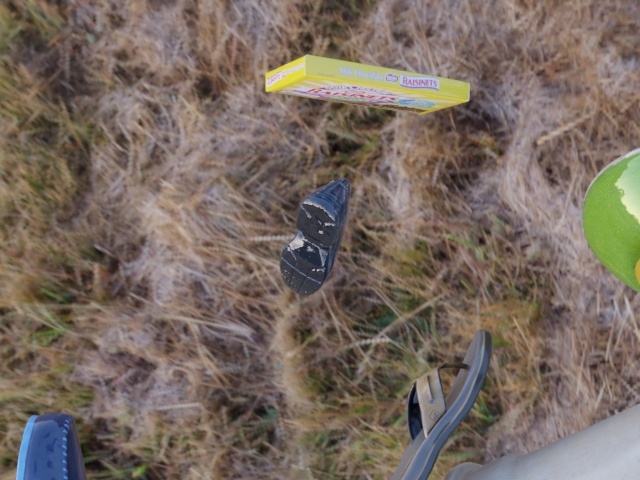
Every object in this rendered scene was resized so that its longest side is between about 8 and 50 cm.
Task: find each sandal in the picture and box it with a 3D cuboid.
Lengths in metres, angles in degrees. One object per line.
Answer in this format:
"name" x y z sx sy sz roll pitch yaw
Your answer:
"sandal" 0.109 0.176 0.961 0.060 0.090 0.219 34 76 5

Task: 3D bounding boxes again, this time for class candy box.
"candy box" 0.053 -0.171 1.056 0.206 0.105 0.027 4 84 -26

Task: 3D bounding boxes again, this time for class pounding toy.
"pounding toy" 0.292 0.008 0.689 0.183 0.237 0.110 18 58 -2

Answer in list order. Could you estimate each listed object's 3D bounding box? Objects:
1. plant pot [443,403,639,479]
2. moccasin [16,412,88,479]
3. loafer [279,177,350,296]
"plant pot" 0.336 0.284 0.900 0.305 0.334 0.333 -39 61 18
"moccasin" -0.242 0.347 0.991 0.117 0.138 0.341 -6 92 0
"loafer" 0.000 0.000 1.062 0.062 0.170 0.061 35 50 8
